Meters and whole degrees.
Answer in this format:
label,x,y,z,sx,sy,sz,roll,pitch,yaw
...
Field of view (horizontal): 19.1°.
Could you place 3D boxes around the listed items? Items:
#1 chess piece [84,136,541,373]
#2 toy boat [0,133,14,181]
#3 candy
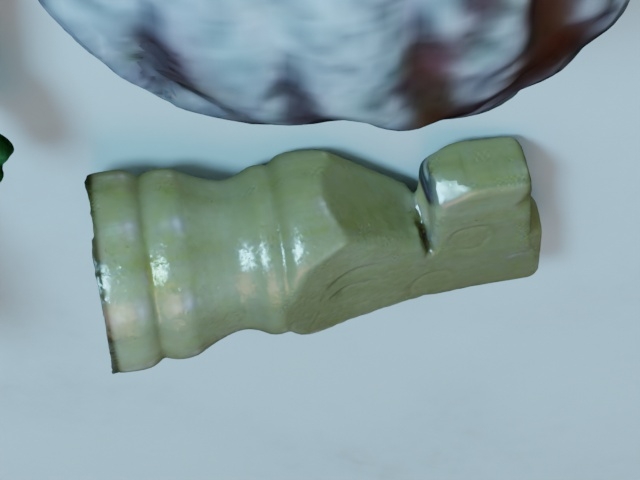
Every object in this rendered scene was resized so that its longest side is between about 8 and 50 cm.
label,x,y,z,sx,sy,sz,roll,pitch,yaw
chess piece,0.000,0.000,0.845,0.200,0.090,0.090,-9,147,-5
toy boat,-0.205,-0.077,0.708,0.229,0.089,0.088,20,129,-32
candy,-0.002,-0.143,0.541,0.214,0.157,0.289,-11,147,6
